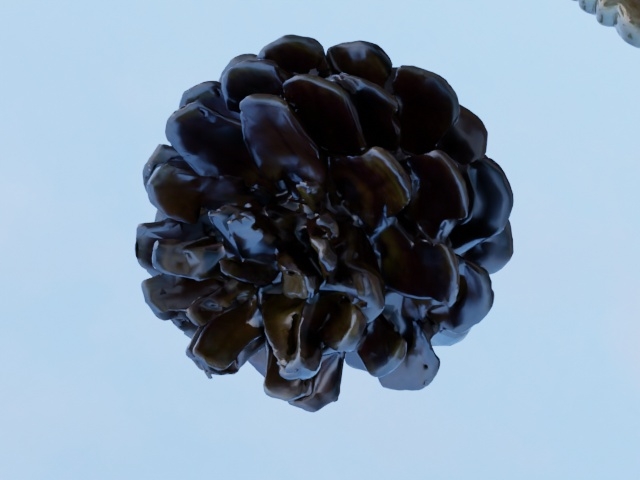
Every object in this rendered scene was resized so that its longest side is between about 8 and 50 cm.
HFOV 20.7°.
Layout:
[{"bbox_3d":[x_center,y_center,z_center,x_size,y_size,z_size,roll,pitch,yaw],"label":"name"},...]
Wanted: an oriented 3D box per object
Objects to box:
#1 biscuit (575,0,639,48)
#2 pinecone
[{"bbox_3d":[0.207,-0.240,1.361,0.217,0.044,0.325,-7,-141,-40],"label":"biscuit"},{"bbox_3d":[-0.002,-0.001,0.626,0.140,0.140,0.121,49,-146,-3],"label":"pinecone"}]
